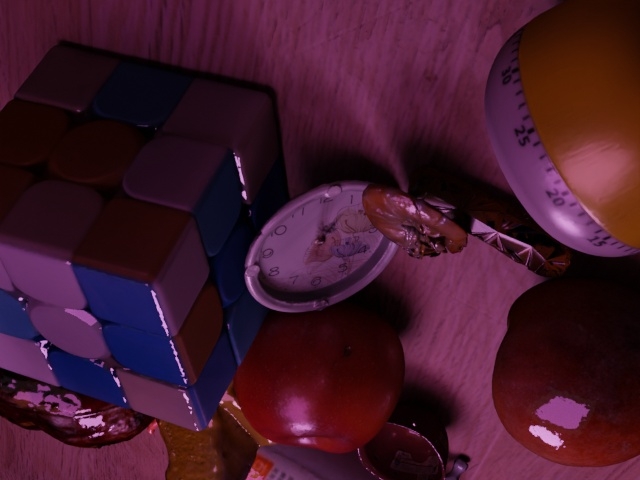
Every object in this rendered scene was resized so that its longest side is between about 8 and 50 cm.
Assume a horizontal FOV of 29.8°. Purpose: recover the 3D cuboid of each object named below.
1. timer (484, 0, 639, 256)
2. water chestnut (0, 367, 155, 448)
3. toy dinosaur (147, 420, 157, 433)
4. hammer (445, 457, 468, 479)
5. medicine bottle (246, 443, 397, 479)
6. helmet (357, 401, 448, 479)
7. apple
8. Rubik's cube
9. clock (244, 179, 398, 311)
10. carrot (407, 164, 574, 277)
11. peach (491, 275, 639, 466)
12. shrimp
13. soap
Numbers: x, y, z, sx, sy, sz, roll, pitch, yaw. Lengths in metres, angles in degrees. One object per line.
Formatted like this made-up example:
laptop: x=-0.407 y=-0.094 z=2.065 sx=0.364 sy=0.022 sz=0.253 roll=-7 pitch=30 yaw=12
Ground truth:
timer: x=0.325 y=-0.136 z=1.166 sx=0.285 sy=0.285 sz=0.285 roll=18 pitch=143 yaw=14
water chestnut: x=-0.406 y=0.167 z=1.982 sx=0.335 sy=0.335 sz=0.347 roll=20 pitch=128 yaw=11
toy dinosaur: x=-0.274 y=0.352 z=2.318 sx=0.279 sy=0.055 sz=0.101 roll=35 pitch=121 yaw=-6
hammer: x=0.124 y=0.355 z=2.048 sx=0.246 sy=0.103 sz=0.029 roll=35 pitch=171 yaw=3
medicine bottle: x=0.011 y=0.438 z=2.104 sx=0.388 sy=0.219 sz=0.219 roll=32 pitch=144 yaw=-7
helmet: x=0.143 y=0.317 z=1.960 sx=0.155 sy=0.106 sz=0.175 roll=-3 pitch=132 yaw=33
apple: x=-0.003 y=0.196 z=1.781 sx=0.260 sy=0.217 sz=0.260 roll=11 pitch=163 yaw=4
Rubik's cube: x=-0.262 y=-0.005 z=1.626 sx=0.346 sy=0.344 sz=0.347 roll=15 pitch=144 yaw=20
clock: x=0.000 y=0.000 z=1.622 sx=0.236 sy=0.236 sz=0.053 roll=79 pitch=165 yaw=-47
carrot: x=0.213 y=-0.026 z=1.527 sx=0.228 sy=0.069 sz=0.069 roll=28 pitch=144 yaw=2
peach: x=0.342 y=0.162 z=1.522 sx=0.252 sy=0.252 sz=0.252 roll=18 pitch=143 yaw=14
shrimp: x=0.134 y=-0.017 z=1.537 sx=0.133 sy=0.053 sz=0.236 roll=5 pitch=160 yaw=26
soap: x=-0.202 y=0.206 z=1.882 sx=0.169 sy=0.304 sz=0.339 roll=-8 pitch=132 yaw=35
